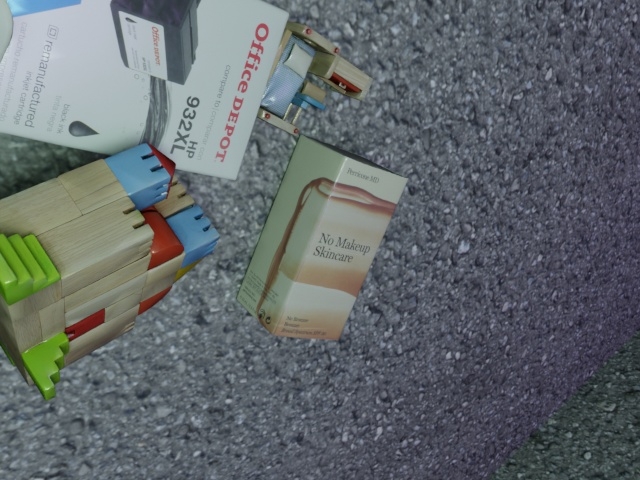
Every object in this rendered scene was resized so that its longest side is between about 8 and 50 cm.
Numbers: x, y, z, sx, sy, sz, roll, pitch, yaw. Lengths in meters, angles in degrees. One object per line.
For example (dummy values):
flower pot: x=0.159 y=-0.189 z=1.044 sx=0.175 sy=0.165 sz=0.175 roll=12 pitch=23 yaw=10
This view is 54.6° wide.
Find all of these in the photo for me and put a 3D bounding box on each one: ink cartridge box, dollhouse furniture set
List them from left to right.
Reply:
ink cartridge box: x=-0.217 y=-0.213 z=0.709 sx=0.308 sy=0.129 sz=0.223 roll=9 pitch=107 yaw=-41
dollhouse furniture set: x=-0.017 y=-0.209 z=0.870 sx=0.184 sy=0.129 sz=0.129 roll=20 pitch=100 yaw=-43

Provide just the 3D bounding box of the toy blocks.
toy blocks: x=-0.244 y=0.023 z=0.716 sx=0.261 sy=0.190 sz=0.381 roll=-31 pitch=168 yaw=-31

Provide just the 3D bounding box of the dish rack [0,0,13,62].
dish rack: x=-0.435 y=-0.185 z=0.469 sx=0.333 sy=0.072 sz=0.286 roll=20 pitch=137 yaw=-34

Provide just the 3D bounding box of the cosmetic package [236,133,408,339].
cosmetic package: x=0.000 y=0.000 z=0.998 sx=0.153 sy=0.129 sz=0.296 roll=11 pitch=106 yaw=-40
